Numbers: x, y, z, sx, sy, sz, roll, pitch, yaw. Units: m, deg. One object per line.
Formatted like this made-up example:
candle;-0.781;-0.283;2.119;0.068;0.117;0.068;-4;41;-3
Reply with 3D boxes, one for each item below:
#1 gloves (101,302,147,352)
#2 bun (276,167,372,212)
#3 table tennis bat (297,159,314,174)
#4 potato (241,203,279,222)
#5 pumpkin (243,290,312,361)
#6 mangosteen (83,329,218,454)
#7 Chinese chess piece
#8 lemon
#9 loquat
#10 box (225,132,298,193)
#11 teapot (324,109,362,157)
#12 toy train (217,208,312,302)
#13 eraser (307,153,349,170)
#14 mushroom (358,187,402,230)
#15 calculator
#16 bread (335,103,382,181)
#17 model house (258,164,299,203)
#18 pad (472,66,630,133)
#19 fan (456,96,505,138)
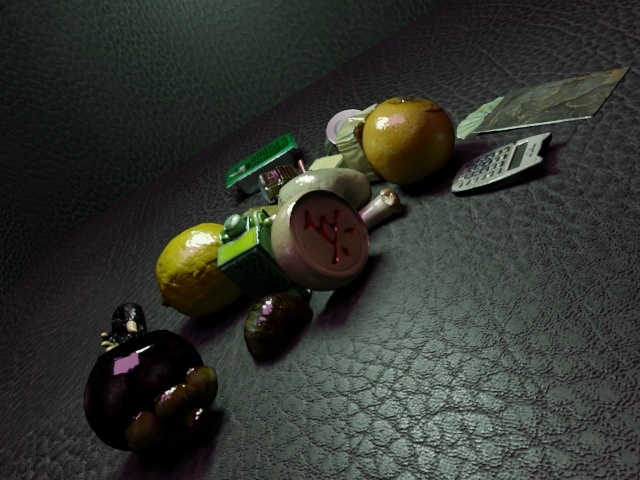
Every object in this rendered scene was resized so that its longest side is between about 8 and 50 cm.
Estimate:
gloves;-0.592;0.282;1.808;0.164;0.124;0.203;-45;38;30
bun;0.012;-0.102;1.694;0.273;0.168;0.273;-15;-15;-4
table tennis bat;-0.048;-0.219;2.101;0.098;0.019;0.154;-45;54;37
potato;-0.164;-0.051;1.921;0.251;0.113;0.149;-1;30;37
pumpkin;-0.113;0.184;1.402;0.119;0.107;0.183;3;43;46
mangosteen;-0.351;0.320;1.274;0.288;0.233;0.287;-11;3;1
Chinese chess piece;0.000;0.000;1.433;0.103;0.250;0.249;-32;16;50
lemon;-0.323;0.081;1.691;0.284;0.260;0.260;-29;23;12
loquat;0.245;-0.283;1.673;0.263;0.263;0.263;-27;24;13
box;-0.231;-0.307;2.510;0.337;0.106;0.264;-31;23;6
teapot;0.125;-0.360;2.135;0.239;0.149;0.162;-21;56;4
toy train;-0.146;0.052;1.510;0.159;0.271;0.188;-29;38;16
eraser;0.029;-0.247;2.113;0.172;0.058;0.117;-4;40;49
mushroom;0.127;-0.059;1.621;0.209;0.071;0.084;-35;54;4
calculator;0.441;-0.186;1.496;0.268;0.040;0.177;-13;30;40
bread;0.159;-0.301;1.874;0.110;0.209;0.192;-2;38;43
model house;-0.147;-0.208;2.242;0.152;0.106;0.165;-24;58;-6
pad;0.635;-0.389;1.677;0.368;0.007;0.247;3;42;51
fan;0.492;-0.381;1.856;0.240;0.009;0.131;-45;24;-25
